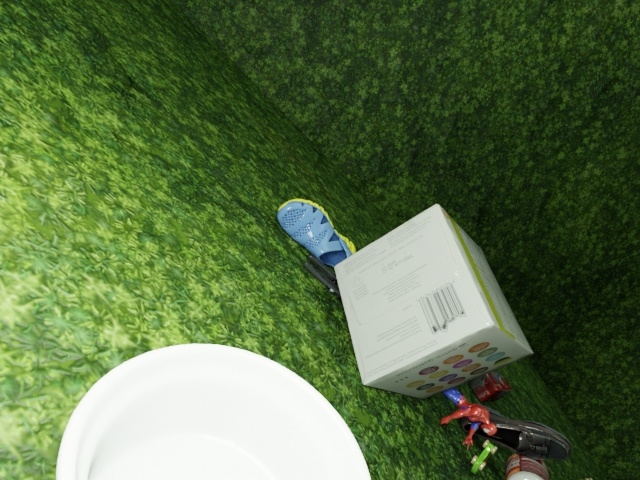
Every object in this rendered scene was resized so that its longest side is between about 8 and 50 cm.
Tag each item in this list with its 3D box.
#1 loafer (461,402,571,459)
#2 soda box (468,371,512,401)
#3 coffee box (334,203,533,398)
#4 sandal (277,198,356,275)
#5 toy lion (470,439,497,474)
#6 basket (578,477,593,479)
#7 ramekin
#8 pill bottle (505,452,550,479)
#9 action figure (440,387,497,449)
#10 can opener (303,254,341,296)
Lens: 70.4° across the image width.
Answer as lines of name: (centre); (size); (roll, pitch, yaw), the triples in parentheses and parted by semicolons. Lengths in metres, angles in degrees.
loafer: (0.567, 0.582, 1.338); (0.302, 0.109, 0.095); (13, 20, 30)
soda box: (0.688, 0.587, 1.828); (0.263, 0.083, 0.092); (24, 29, -52)
coffee box: (0.290, 0.181, 1.200); (0.334, 0.337, 0.338); (32, 34, -46)
sandal: (0.000, 0.000, 1.348); (0.317, 0.126, 0.138); (38, 24, -26)
toy lion: (0.434, 0.590, 1.217); (0.100, 0.096, 0.034); (-29, 47, -35)
basket: (0.772, 0.907, 1.335); (0.213, 0.223, 0.299); (-17, 62, -35)
ramekin: (-0.101, 0.241, 0.423); (0.277, 0.135, 0.277); (22, 23, -10)
pill bottle: (0.581, 0.694, 1.272); (0.121, 0.121, 0.221); (54, 18, 16)
action figure: (0.370, 0.479, 1.302); (0.091, 0.139, 0.280); (29, 4, -41)
can opener: (0.023, 0.109, 1.295); (0.186, 0.073, 0.059); (37, 59, -25)
